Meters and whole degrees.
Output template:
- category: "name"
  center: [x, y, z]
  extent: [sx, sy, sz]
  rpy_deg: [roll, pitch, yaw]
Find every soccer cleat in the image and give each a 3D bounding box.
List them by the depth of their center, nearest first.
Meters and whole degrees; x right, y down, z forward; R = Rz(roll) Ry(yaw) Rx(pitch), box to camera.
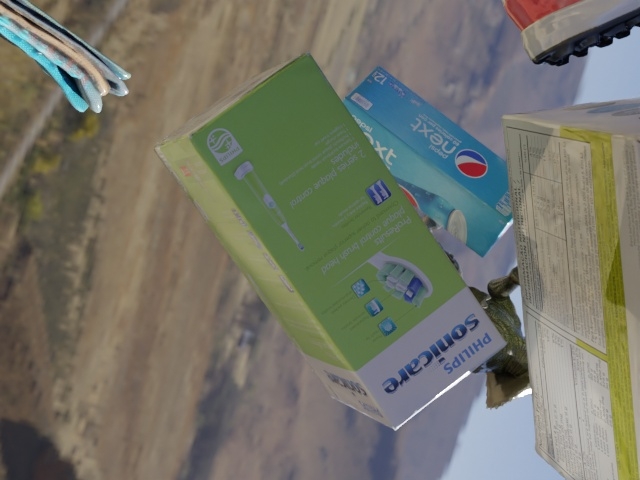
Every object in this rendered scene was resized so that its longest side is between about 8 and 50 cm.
- category: "soccer cleat"
  center: [0.278, -0.241, 1.043]
  extent: [0.108, 0.318, 0.116]
  rpy_deg: [26, 38, -87]

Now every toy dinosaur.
- category: "toy dinosaur"
  center: [0.139, 0.075, 1.522]
  extent: [0.121, 0.313, 0.160]
  rpy_deg: [-35, 146, -41]

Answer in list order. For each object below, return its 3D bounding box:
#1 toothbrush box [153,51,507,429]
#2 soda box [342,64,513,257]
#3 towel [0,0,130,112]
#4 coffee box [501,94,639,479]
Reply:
- category: "toothbrush box"
  center: [0.000, 0.000, 1.189]
  extent: [0.122, 0.283, 0.206]
  rpy_deg: [-35, -172, -11]
- category: "soda box"
  center: [0.113, -0.081, 1.471]
  extent: [0.067, 0.210, 0.071]
  rpy_deg: [-46, 171, -36]
- category: "towel"
  center: [-0.304, -0.214, 0.841]
  extent: [0.040, 0.271, 0.370]
  rpy_deg: [-55, 136, 0]
- category: "coffee box"
  center: [0.374, 0.040, 1.224]
  extent: [0.334, 0.337, 0.338]
  rpy_deg: [-143, -135, -78]
